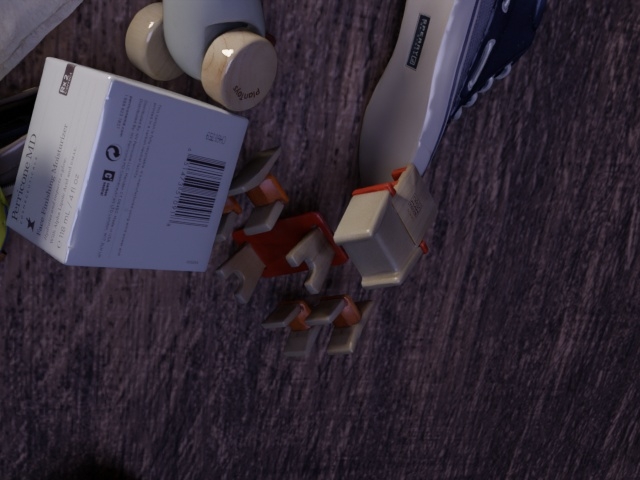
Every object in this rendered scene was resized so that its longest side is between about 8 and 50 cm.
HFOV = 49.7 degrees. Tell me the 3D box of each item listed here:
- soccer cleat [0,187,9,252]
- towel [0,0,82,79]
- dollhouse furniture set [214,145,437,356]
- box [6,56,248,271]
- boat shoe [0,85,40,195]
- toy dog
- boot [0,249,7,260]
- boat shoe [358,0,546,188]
[{"bbox_3d":[-0.350,-0.049,0.667,0.093,0.121,0.289,35,118,17],"label":"soccer cleat"},{"bbox_3d":[-0.346,-0.305,0.636,0.187,0.049,0.282,-55,134,-23],"label":"towel"},{"bbox_3d":[0.000,0.000,0.849,0.259,0.135,0.262,-11,123,38],"label":"dollhouse furniture set"},{"bbox_3d":[-0.195,-0.072,0.716,0.182,0.119,0.180,6,103,-52],"label":"box"},{"bbox_3d":[-0.385,-0.087,0.739,0.325,0.116,0.096,-19,140,-10],"label":"boat shoe"},{"bbox_3d":[-0.082,-0.294,0.710,0.220,0.161,0.333,46,132,11],"label":"toy dog"},{"bbox_3d":[-0.482,0.000,0.797,0.152,0.073,0.197,-42,115,-3],"label":"boot"},{"bbox_3d":[0.167,-0.196,0.845,0.158,0.127,0.340,-2,125,-31],"label":"boat shoe"}]
